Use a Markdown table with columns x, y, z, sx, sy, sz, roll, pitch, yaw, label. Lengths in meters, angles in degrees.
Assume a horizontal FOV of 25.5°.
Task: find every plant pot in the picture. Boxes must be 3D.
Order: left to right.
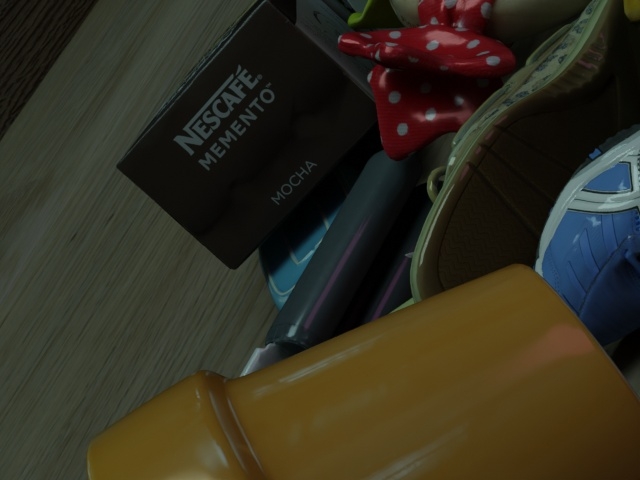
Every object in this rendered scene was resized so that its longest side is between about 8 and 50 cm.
| x | y | z | sx | sy | sz | roll | pitch | yaw | label |
| --- | --- | --- | --- | --- | --- | --- | --- | --- | --- |
| 0.041 | 0.112 | 0.573 | 0.188 | 0.205 | 0.205 | -35 | 21 | -1 | plant pot |

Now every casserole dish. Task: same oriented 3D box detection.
| x | y | z | sx | sy | sz | roll | pitch | yaw | label |
| --- | --- | --- | --- | --- | --- | --- | --- | --- | --- |
| 0.000 | 0.000 | 1.036 | 0.114 | 0.037 | 0.188 | -47 | 20 | 9 | casserole dish |

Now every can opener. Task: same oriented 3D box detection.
| x | y | z | sx | sy | sz | roll | pitch | yaw | label |
| --- | --- | --- | --- | --- | --- | --- | --- | --- | --- |
| -0.005 | 0.065 | 0.884 | 0.093 | 0.074 | 0.280 | -11 | 44 | 60 | can opener |

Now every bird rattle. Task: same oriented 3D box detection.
| x | y | z | sx | sy | sz | roll | pitch | yaw | label |
| --- | --- | --- | --- | --- | --- | --- | --- | --- | --- |
| 0.100 | -0.178 | 0.907 | 0.207 | 0.143 | 0.253 | -26 | 30 | 6 | bird rattle |

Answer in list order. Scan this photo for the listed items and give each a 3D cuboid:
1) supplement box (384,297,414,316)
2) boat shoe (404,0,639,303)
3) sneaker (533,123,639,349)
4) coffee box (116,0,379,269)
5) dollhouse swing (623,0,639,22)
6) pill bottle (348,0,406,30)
| x | y | z | sx | sy | sz | roll | pitch | yaw | label |
| --- | --- | --- | --- | --- | --- | --- | --- | --- | --- |
| 0.056 | 0.078 | 0.759 | 0.083 | 0.056 | 0.083 | -37 | 25 | 33 | supplement box |
| 0.133 | -0.046 | 0.768 | 0.285 | 0.104 | 0.089 | -49 | 8 | -28 | boat shoe |
| 0.180 | -0.024 | 0.644 | 0.211 | 0.080 | 0.081 | -47 | 18 | 15 | sneaker |
| -0.041 | -0.114 | 1.118 | 0.168 | 0.119 | 0.297 | -45 | 10 | 14 | coffee box |
| 0.356 | -0.242 | 0.604 | 0.347 | 0.305 | 0.315 | -6 | 83 | 59 | dollhouse swing |
| 0.084 | -0.282 | 1.156 | 0.161 | 0.161 | 0.283 | -41 | 23 | 26 | pill bottle |
